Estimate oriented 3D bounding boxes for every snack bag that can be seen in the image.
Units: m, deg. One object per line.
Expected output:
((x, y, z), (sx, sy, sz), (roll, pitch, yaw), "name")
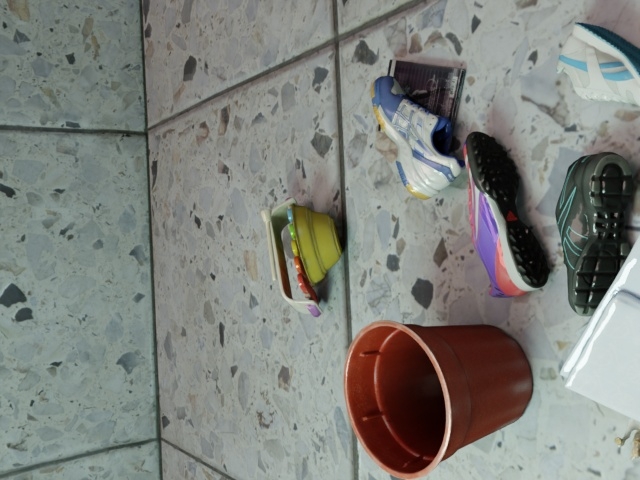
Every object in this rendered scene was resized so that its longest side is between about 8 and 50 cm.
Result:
((0.523, 0.131, 0.791), (0.323, 0.037, 0.342), (26, 124, 19), "snack bag")

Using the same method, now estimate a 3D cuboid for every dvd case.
((0.214, -0.299, 1.360), (0.221, 0.018, 0.164), (28, 115, 49), "dvd case")

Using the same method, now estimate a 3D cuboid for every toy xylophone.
((-0.074, 0.042, 1.619), (0.236, 0.081, 0.322), (54, -158, -74), "toy xylophone")

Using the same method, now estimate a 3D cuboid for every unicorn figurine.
((0.491, 0.246, 0.948), (0.060, 0.111, 0.161), (32, 132, 38), "unicorn figurine")

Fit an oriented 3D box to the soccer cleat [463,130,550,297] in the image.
((0.315, -0.048, 1.163), (0.116, 0.109, 0.318), (-36, 65, 53), "soccer cleat")

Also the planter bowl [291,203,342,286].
((0.000, 0.000, 1.573), (0.217, 0.091, 0.217), (-15, -90, -84), "planter bowl")

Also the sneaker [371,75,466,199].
((0.207, -0.234, 1.294), (0.131, 0.112, 0.296), (-33, 67, 32), "sneaker")

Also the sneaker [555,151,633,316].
((0.440, -0.011, 1.020), (0.106, 0.101, 0.267), (-144, 56, -73), "sneaker")

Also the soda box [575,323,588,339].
((0.515, 0.095, 0.894), (0.286, 0.098, 0.091), (-51, 54, 42), "soda box")

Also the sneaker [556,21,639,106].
((0.462, -0.250, 0.973), (0.228, 0.088, 0.092), (62, 144, 41), "sneaker")

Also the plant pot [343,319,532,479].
((0.229, 0.268, 1.157), (0.272, 0.265, 0.272), (6, 97, 54), "plant pot")
